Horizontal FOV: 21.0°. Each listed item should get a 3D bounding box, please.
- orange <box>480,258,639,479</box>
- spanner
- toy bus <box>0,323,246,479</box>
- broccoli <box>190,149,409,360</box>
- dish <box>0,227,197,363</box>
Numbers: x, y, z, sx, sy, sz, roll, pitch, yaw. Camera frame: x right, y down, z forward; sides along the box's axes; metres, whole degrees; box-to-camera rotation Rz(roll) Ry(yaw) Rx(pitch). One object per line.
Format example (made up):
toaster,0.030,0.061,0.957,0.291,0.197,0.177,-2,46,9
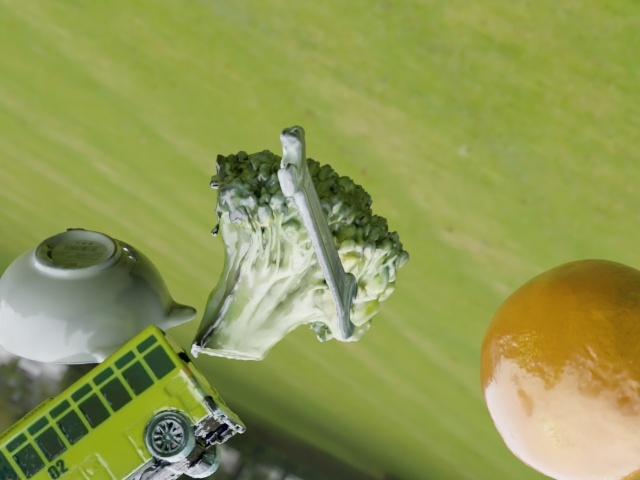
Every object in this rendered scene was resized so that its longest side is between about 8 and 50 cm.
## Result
orange,0.370,0.177,2.333,0.312,0.312,0.312,27,170,5
spanner,0.000,0.000,1.598,0.017,0.071,0.302,1,148,14
toy bus,-0.224,0.216,1.760,0.150,0.262,0.128,53,179,20
broccoli,-0.036,0.033,1.837,0.288,0.246,0.248,25,176,-37
dish,-0.255,0.040,1.891,0.236,0.228,0.086,19,125,32
